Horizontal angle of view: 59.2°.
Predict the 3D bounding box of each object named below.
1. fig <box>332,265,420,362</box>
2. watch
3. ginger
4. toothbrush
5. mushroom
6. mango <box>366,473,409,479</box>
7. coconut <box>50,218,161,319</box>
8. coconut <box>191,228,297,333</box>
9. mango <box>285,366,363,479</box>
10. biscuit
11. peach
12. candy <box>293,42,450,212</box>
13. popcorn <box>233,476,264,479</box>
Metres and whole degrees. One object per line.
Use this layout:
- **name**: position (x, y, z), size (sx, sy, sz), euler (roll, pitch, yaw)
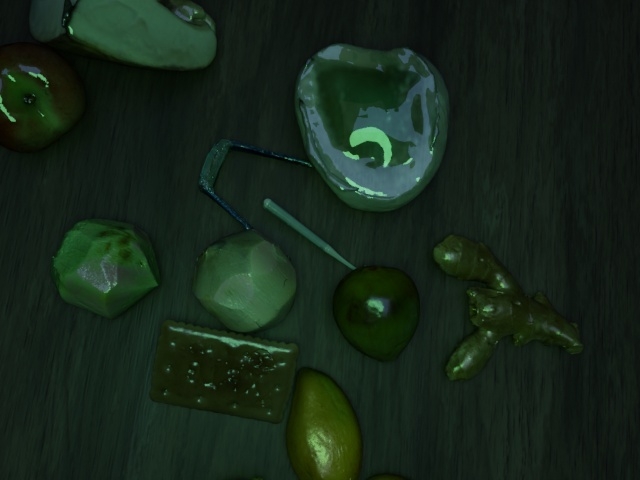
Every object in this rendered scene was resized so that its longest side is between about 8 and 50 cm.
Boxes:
- **fig**: position (0.129, 0.174, 1.327), size (0.207, 0.207, 0.229), euler (7, 88, -6)
- **watch**: position (-0.174, -0.105, 1.415), size (0.275, 0.068, 0.276), euler (16, 78, -9)
- **ginger**: position (0.462, 0.155, 1.426), size (0.348, 0.122, 0.362), euler (-5, 75, -10)
- **toothbrush**: position (-0.001, 0.002, 1.395), size (0.342, 0.025, 0.030), euler (34, 71, -13)
- **mushroom**: position (-0.469, -0.513, 1.379), size (0.397, 0.314, 0.224), euler (8, 89, -44)
- **mango**: position (0.184, 0.608, 1.319), size (0.184, 0.085, 0.102), euler (26, 82, 9)
- **coconut**: position (-0.475, 0.066, 1.273), size (0.236, 0.236, 0.204), euler (15, 113, -4)
- **coconut**: position (-0.175, 0.082, 1.280), size (0.227, 0.227, 0.230), euler (-40, 122, -12)
- **mango**: position (0.006, 0.451, 1.311), size (0.177, 0.119, 0.316), euler (-9, 72, -6)
- **biscuit**: position (-0.223, 0.307, 1.301), size (0.325, 0.044, 0.217), euler (13, 102, -5)
- **peach**: position (-0.679, -0.334, 1.307), size (0.253, 0.252, 0.252), euler (1, 80, -7)
- **candy**: position (0.133, -0.281, 1.414), size (0.387, 0.186, 0.426), euler (-4, 83, 1)
- **popcorn**: position (-0.177, 0.624, 1.229), size (0.186, 0.167, 0.187), euler (-4, 84, -7)
